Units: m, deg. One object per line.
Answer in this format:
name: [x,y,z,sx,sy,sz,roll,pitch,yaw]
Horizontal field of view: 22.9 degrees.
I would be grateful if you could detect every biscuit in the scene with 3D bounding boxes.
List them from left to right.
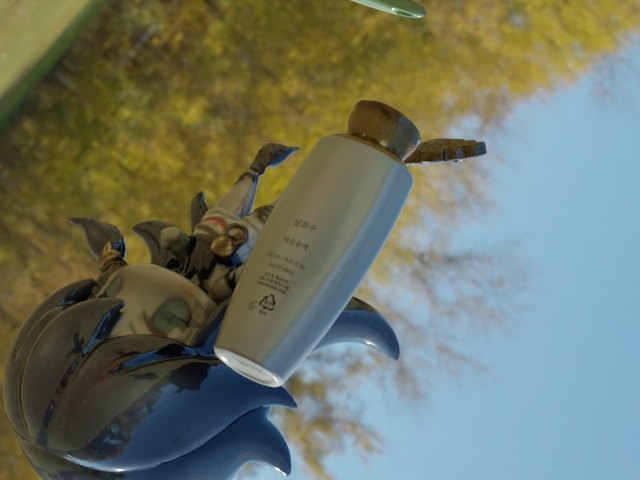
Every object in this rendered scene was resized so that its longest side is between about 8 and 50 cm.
biscuit: [0.090,-0.070,1.258,0.082,0.016,0.092,-7,-173,5]

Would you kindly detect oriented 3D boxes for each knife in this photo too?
knife: [-0.017,-0.190,1.132,0.030,0.207,0.014,8,101,-66]

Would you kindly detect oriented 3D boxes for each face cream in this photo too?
face cream: [0.000,0.000,0.941,0.182,0.072,0.051,-61,153,-19]

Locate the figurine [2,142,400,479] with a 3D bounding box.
figurine: [-0.084,0.068,1.041,0.265,0.197,0.175,-27,-168,-29]
